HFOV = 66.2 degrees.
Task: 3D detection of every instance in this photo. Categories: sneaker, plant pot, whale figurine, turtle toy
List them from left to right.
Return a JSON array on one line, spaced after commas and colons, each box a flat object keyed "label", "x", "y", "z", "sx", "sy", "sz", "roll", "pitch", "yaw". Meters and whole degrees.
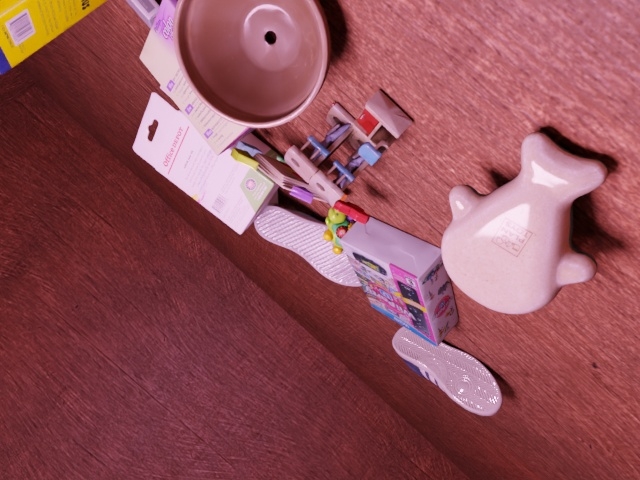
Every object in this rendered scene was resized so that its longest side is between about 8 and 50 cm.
[{"label": "plant pot", "x": -0.091, "y": -0.301, "z": 0.749, "sx": 0.237, "sy": 0.110, "sz": 0.237, "roll": 8, "pitch": 121, "yaw": 13}, {"label": "sneaker", "x": 0.000, "y": 0.000, "z": 1.376, "sx": 0.366, "sy": 0.135, "sz": 0.150, "roll": 32, "pitch": -166, "yaw": 13}, {"label": "turtle toy", "x": 0.053, "y": -0.032, "z": 1.201, "sx": 0.066, "sy": 0.095, "sz": 0.130, "roll": -5, "pitch": 134, "yaw": 39}, {"label": "sneaker", "x": 0.371, "y": 0.377, "z": 1.418, "sx": 0.350, "sy": 0.131, "sz": 0.148, "roll": 37, "pitch": 169, "yaw": 37}, {"label": "whale figurine", "x": 0.285, "y": -0.025, "z": 0.682, "sx": 0.216, "sy": 0.141, "sz": 0.272, "roll": 35, "pitch": 136, "yaw": 23}]

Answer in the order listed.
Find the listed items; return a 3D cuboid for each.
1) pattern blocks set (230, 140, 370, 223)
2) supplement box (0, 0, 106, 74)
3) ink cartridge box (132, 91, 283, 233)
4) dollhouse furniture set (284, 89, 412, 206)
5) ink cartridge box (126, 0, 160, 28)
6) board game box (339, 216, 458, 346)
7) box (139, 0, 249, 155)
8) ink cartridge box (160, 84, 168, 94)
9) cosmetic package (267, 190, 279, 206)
[{"label": "pattern blocks set", "x": -0.057, "y": -0.131, "z": 1.042, "sx": 0.285, "sy": 0.026, "sz": 0.325, "roll": 20, "pitch": -165, "yaw": -25}, {"label": "supplement box", "x": -0.501, "y": -0.496, "z": 0.848, "sx": 0.194, "sy": 0.356, "sz": 0.195, "roll": 48, "pitch": 162, "yaw": -14}, {"label": "ink cartridge box", "x": -0.274, "y": -0.207, "z": 1.232, "sx": 0.353, "sy": 0.119, "sz": 0.207, "roll": 38, "pitch": 130, "yaw": -3}, {"label": "dollhouse furniture set", "x": 0.037, "y": -0.167, "z": 0.830, "sx": 0.129, "sy": 0.129, "sz": 0.184, "roll": 43, "pitch": 164, "yaw": -2}, {"label": "ink cartridge box", "x": -0.416, "y": -0.550, "z": 1.101, "sx": 0.145, "sy": 0.045, "sz": 0.179, "roll": 49, "pitch": 180, "yaw": -20}, {"label": "board game box", "x": 0.195, "y": 0.099, "z": 1.172, "sx": 0.224, "sy": 0.097, "sz": 0.303, "roll": 29, "pitch": 159, "yaw": 38}, {"label": "box", "x": -0.194, "y": -0.315, "z": 0.916, "sx": 0.243, "sy": 0.117, "sz": 0.213, "roll": 52, "pitch": 151, "yaw": -12}, {"label": "ink cartridge box", "x": -0.289, "y": -0.349, "z": 1.133, "sx": 0.181, "sy": 0.104, "sz": 0.061, "roll": 44, "pitch": 127, "yaw": -1}, {"label": "cosmetic package", "x": -0.142, "y": -0.108, "z": 1.464, "sx": 0.041, "sy": 0.060, "sz": 0.115, "roll": -4, "pitch": 158, "yaw": -2}]
